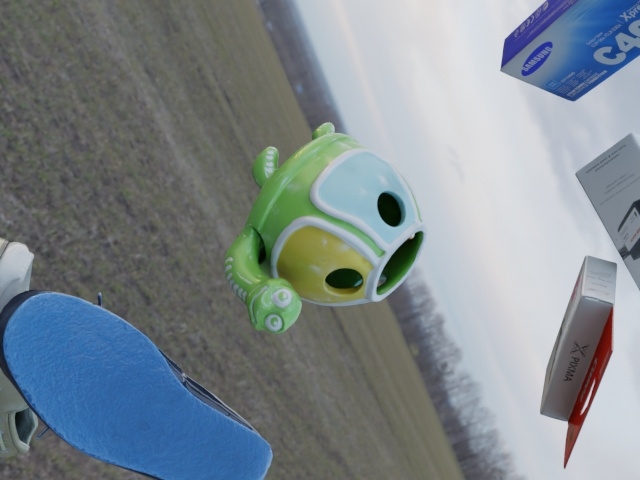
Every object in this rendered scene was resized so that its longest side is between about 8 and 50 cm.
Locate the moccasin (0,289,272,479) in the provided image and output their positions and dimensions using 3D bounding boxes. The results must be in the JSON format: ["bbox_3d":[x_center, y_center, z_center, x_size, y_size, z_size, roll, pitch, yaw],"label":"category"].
[{"bbox_3d":[-0.195,0.169,0.818,0.117,0.137,0.342,14,-30,51],"label":"moccasin"}]

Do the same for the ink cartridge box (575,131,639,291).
[{"bbox_3d":[0.603,-0.009,1.398,0.223,0.129,0.307,11,49,-42],"label":"ink cartridge box"}]

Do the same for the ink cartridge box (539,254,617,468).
[{"bbox_3d":[0.426,0.202,1.371,0.239,0.060,0.275,-57,159,-53],"label":"ink cartridge box"}]

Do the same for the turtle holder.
[{"bbox_3d":[0.010,-0.017,1.186,0.227,0.243,0.320,34,23,23],"label":"turtle holder"}]

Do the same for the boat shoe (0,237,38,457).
[{"bbox_3d":[-0.328,0.120,0.862,0.113,0.103,0.302,-82,-164,-50],"label":"boat shoe"}]

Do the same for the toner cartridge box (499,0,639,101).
[{"bbox_3d":[0.461,-0.360,1.346,0.348,0.165,0.075,139,-33,-63],"label":"toner cartridge box"}]
